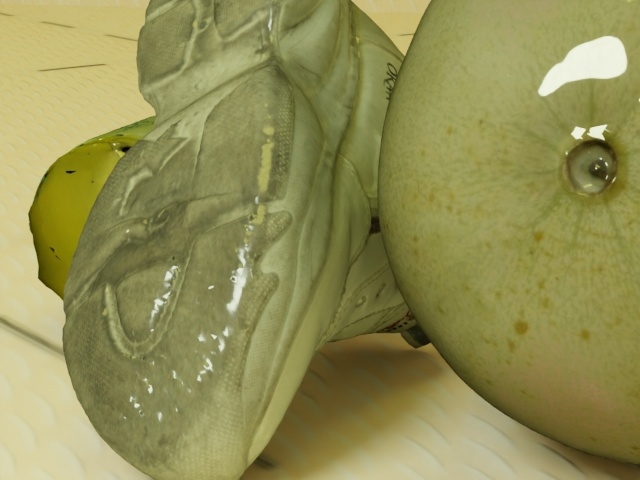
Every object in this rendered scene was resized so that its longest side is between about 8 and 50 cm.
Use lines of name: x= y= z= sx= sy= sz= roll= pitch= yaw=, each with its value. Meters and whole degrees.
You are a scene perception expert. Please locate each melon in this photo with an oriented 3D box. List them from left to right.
melon: x=0.171 y=-0.034 z=0.699 sx=0.268 sy=0.269 sz=0.330 roll=8 pitch=5 yaw=27

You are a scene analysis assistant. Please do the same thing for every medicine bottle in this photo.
medicine bottle: x=-0.075 y=-0.024 z=0.942 sx=0.124 sy=0.124 sz=0.239 roll=7 pitch=16 yaw=23

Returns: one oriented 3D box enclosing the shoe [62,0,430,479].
shoe: x=0.000 y=0.000 z=0.791 sx=0.132 sy=0.210 sz=0.342 roll=-27 pitch=37 yaw=31
